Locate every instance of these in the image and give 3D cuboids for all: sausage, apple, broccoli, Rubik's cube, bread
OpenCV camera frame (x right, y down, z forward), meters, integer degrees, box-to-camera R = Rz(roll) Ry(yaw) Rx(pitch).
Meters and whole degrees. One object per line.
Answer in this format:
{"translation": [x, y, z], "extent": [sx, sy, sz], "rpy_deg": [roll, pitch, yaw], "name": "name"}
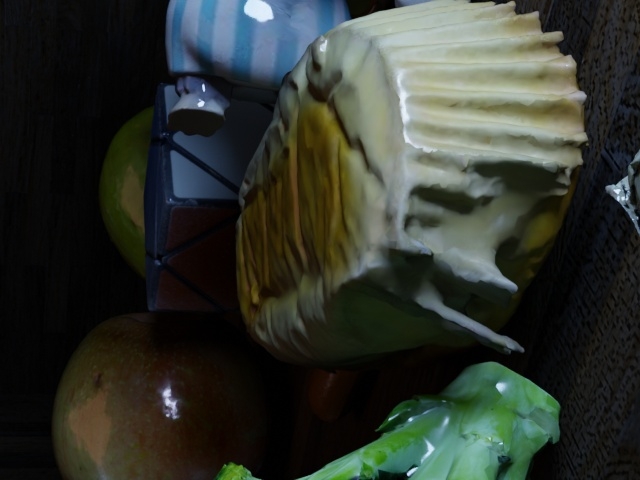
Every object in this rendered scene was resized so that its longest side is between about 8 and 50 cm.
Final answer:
{"translation": [0.025, 0.123, 1.174], "extent": [0.062, 0.054, 0.183], "rpy_deg": [45, 139, 27], "name": "sausage"}
{"translation": [-0.217, 0.236, 1.616], "extent": [0.319, 0.319, 0.277], "rpy_deg": [-176, 76, -77], "name": "apple"}
{"translation": [0.073, 0.200, 0.693], "extent": [0.254, 0.269, 0.269], "rpy_deg": [10, 100, 33], "name": "broccoli"}
{"translation": [-0.106, -0.048, 1.419], "extent": [0.205, 0.207, 0.205], "rpy_deg": [105, 160, -47], "name": "Rubik's cube"}
{"translation": [0.055, -0.027, 0.824], "extent": [0.388, 0.183, 0.236], "rpy_deg": [151, 117, -70], "name": "bread"}

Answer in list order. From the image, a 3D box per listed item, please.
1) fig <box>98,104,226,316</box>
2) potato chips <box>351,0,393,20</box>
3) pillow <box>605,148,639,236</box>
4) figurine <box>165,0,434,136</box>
{"translation": [-0.182, -0.044, 1.660], "extent": [0.258, 0.258, 0.326], "rpy_deg": [108, 148, -48], "name": "fig"}
{"translation": [0.050, -0.290, 1.139], "extent": [0.150, 0.049, 0.202], "rpy_deg": [113, 158, -43], "name": "potato chips"}
{"translation": [0.193, -0.024, 0.490], "extent": [0.208, 0.053, 0.119], "rpy_deg": [125, 141, -66], "name": "pillow"}
{"translation": [0.004, -0.274, 0.849], "extent": [0.377, 0.266, 0.362], "rpy_deg": [166, 111, -75], "name": "figurine"}
